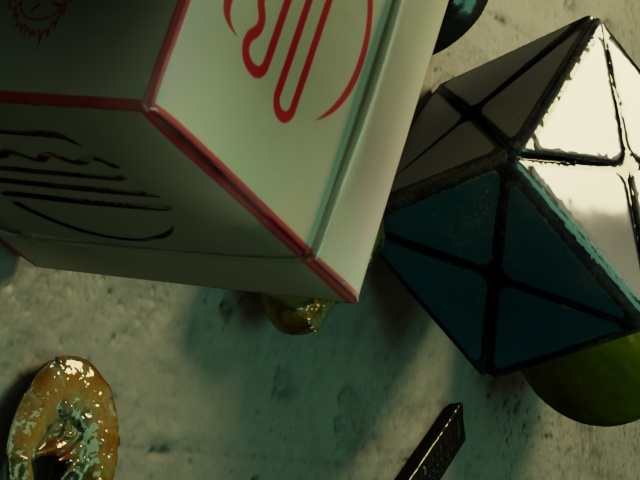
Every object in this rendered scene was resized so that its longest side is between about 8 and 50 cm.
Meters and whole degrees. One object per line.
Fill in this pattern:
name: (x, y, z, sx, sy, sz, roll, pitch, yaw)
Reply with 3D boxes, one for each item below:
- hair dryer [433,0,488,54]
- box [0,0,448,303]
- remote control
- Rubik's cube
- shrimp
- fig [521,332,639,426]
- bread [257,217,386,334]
hair dryer: (0.070, -0.383, 1.857, 0.284, 0.156, 0.320, -58, 135, -21)
box: (-0.121, -0.161, 1.388, 0.300, 0.314, 0.312, 44, 58, -52)
remote control: (0.110, 0.276, 2.182, 0.245, 0.025, 0.063, -49, 137, -46)
Rubik's cube: (0.230, -0.043, 2.023, 0.259, 0.260, 0.255, 46, 48, -16)
shrimp: (-0.220, 0.185, 1.561, 0.132, 0.052, 0.187, 20, 71, -48)
fig: (0.331, 0.069, 2.331, 0.326, 0.258, 0.258, 51, 48, -23)
bread: (0.000, 0.000, 1.874, 0.232, 0.088, 0.128, -51, 150, -55)
